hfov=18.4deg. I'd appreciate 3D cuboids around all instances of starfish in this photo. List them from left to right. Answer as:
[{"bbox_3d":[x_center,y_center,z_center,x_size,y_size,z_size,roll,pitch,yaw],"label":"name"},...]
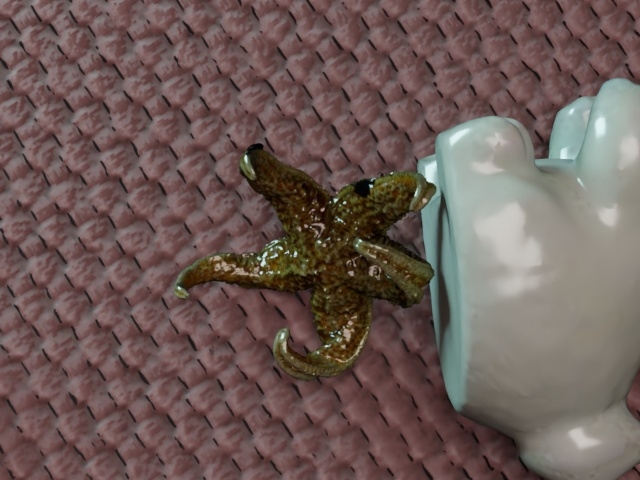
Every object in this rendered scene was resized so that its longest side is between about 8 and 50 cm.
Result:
[{"bbox_3d":[0.000,0.000,1.247,0.146,0.190,0.074,43,37,-3],"label":"starfish"}]

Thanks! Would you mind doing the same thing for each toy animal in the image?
[{"bbox_3d":[0.245,0.006,1.251,0.367,0.196,0.241,-17,90,-6],"label":"toy animal"}]
